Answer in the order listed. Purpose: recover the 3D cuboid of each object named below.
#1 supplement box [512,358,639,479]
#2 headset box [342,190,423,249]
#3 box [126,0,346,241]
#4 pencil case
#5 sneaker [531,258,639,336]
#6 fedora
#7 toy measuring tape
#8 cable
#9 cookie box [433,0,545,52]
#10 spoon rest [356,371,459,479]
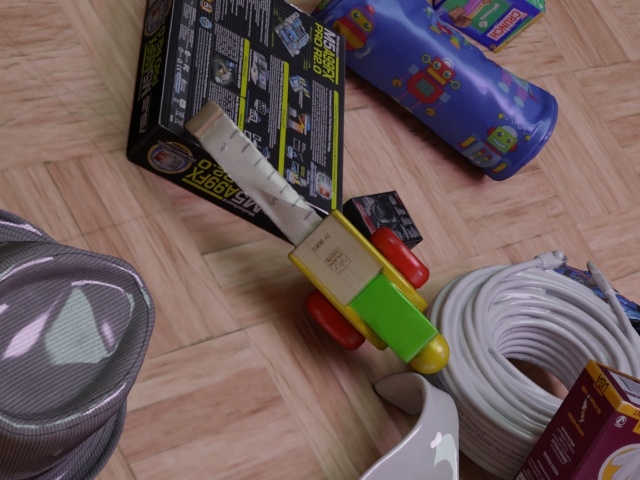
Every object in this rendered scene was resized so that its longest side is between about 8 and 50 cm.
[{"bbox_3d":[0.249,0.216,1.496,0.104,0.188,0.081,23,18,-22],"label":"supplement box"},{"bbox_3d":[0.057,-0.014,1.690,0.083,0.032,0.062,-13,68,-48],"label":"headset box"},{"bbox_3d":[-0.076,-0.147,1.648,0.216,0.060,0.270,27,43,-28],"label":"box"},{"bbox_3d":[0.122,-0.198,1.842,0.306,0.119,0.133,38,24,-15],"label":"pencil case"},{"bbox_3d":[0.313,0.076,1.837,0.221,0.083,0.087,29,34,-30],"label":"sneaker"},{"bbox_3d":[-0.215,0.078,1.234,0.275,0.124,0.244,-21,88,-50],"label":"fedora"},{"bbox_3d":[0.000,0.000,1.552,0.330,0.121,0.121,46,38,-5],"label":"toy measuring tape"},{"bbox_3d":[0.216,0.132,1.642,0.257,0.089,0.257,-4,49,-32],"label":"cable"},{"bbox_3d":[0.206,-0.289,2.024,0.107,0.092,0.040,27,45,-26],"label":"cookie box"},{"bbox_3d":[0.075,0.222,1.468,0.137,0.084,0.276,33,40,-20],"label":"spoon rest"}]
